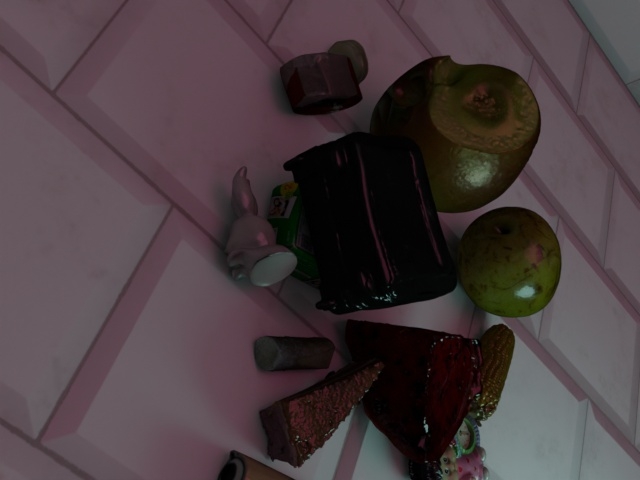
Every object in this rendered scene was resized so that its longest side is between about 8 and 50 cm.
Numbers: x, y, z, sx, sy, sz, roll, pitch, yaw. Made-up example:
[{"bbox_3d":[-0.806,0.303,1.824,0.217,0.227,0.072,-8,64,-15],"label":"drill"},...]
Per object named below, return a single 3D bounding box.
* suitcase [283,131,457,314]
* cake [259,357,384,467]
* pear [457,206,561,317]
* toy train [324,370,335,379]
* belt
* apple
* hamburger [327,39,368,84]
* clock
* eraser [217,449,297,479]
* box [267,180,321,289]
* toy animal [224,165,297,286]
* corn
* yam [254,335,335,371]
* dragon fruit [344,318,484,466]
[{"bbox_3d":[0.117,-0.035,1.647,0.339,0.188,0.345,-3,75,-52],"label":"suitcase"},{"bbox_3d":[0.003,0.297,1.562,0.295,0.116,0.113,-34,101,-41],"label":"cake"},{"bbox_3d":[0.476,0.057,2.082,0.283,0.283,0.284,20,61,-41],"label":"pear"},{"bbox_3d":[0.014,0.300,1.663,0.017,0.017,0.083,28,56,-29],"label":"toy train"},{"bbox_3d":[-0.001,-0.353,1.823,0.201,0.128,0.124,-11,82,-52],"label":"belt"},{"bbox_3d":[0.303,-0.260,1.927,0.374,0.384,0.374,35,19,-14],"label":"apple"},{"bbox_3d":[0.076,-0.425,1.968,0.054,0.084,0.121,-16,89,-50],"label":"hamburger"},{"bbox_3d":[0.272,0.466,1.815,0.195,0.100,0.194,14,61,-46],"label":"clock"},{"bbox_3d":[-0.060,0.503,1.453,0.290,0.087,0.171,36,54,-31],"label":"eraser"},{"bbox_3d":[0.000,0.000,1.705,0.250,0.103,0.180,31,54,-34],"label":"box"},{"bbox_3d":[-0.146,-0.022,1.572,0.221,0.130,0.104,61,6,27],"label":"toy animal"},{"bbox_3d":[0.406,0.315,2.014,0.106,0.106,0.305,53,41,-18],"label":"corn"},{"bbox_3d":[-0.046,0.219,1.594,0.169,0.068,0.068,8,69,-44],"label":"yam"},{"bbox_3d":[0.202,0.307,1.781,0.329,0.228,0.286,0,91,-60],"label":"dragon fruit"}]
